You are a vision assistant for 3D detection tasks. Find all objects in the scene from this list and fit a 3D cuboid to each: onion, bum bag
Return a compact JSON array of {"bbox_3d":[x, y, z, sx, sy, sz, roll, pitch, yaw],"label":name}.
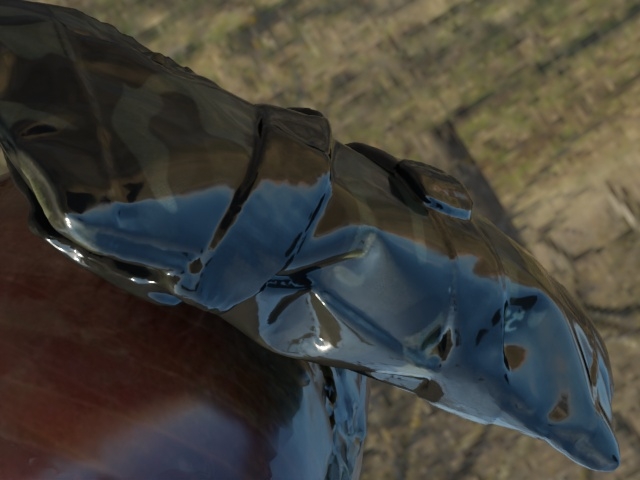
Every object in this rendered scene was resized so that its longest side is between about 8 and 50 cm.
[{"bbox_3d":[-0.119,0.119,0.777,0.354,0.353,0.353,-30,172,-5],"label":"onion"},{"bbox_3d":[0.000,0.000,0.635,0.340,0.144,0.095,27,110,-30],"label":"bum bag"}]
